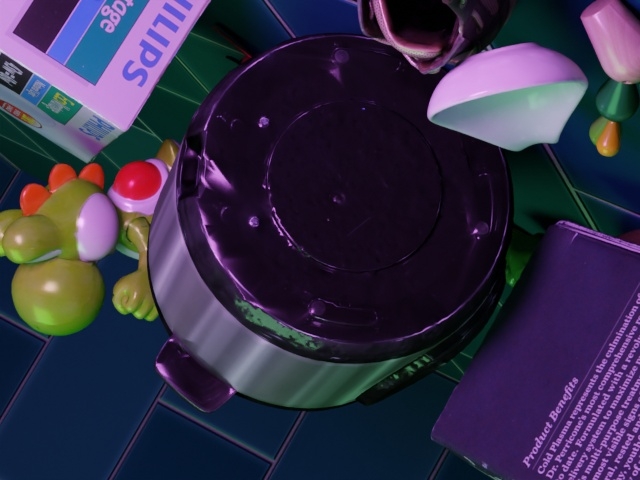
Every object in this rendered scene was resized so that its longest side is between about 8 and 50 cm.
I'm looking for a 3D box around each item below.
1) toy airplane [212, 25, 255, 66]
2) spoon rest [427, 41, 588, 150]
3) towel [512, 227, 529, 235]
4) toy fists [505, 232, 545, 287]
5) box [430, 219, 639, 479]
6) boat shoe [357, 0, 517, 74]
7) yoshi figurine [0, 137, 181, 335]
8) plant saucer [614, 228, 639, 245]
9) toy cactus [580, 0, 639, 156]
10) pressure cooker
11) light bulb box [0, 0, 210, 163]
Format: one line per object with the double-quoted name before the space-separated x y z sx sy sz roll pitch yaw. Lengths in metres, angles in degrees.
"toy airplane" -0.067 -0.214 2.291 0.151 0.028 0.151 28 171 5
"spoon rest" 0.175 -0.122 1.628 0.137 0.084 0.276 -13 180 15
"towel" 0.171 -0.054 2.443 0.237 0.021 0.102 31 176 -11
"toy fists" 0.347 0.085 2.325 0.279 0.096 0.142 30 -163 -11
"box" 0.466 0.252 1.951 0.480 0.297 0.472 35 175 -35
"boat shoe" 0.082 -0.214 1.550 0.132 0.130 0.355 28 170 14
"yoshi figurine" -0.241 0.014 2.242 0.362 0.203 0.203 -11 164 -40
"plant saucer" 0.461 0.067 2.112 0.311 0.050 0.310 28 170 5
"toy cactus" 0.288 -0.130 1.552 0.180 0.112 0.219 53 166 -17
"pressure cooker" -0.003 -0.005 2.069 0.370 0.375 0.420 -3 164 -14
"light bulb box" -0.338 -0.287 2.134 0.361 0.225 0.358 33 170 -9
